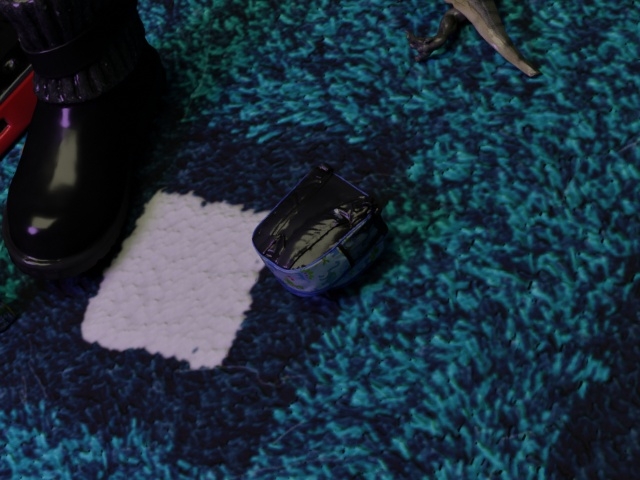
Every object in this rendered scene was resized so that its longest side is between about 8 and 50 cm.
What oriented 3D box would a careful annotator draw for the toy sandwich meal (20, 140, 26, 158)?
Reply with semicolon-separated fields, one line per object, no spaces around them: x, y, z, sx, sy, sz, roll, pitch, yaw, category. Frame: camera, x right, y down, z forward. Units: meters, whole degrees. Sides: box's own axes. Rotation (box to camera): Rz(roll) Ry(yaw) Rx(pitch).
-0.308;-0.103;1.972;0.086;0.029;0.085;-9;63;19;toy sandwich meal

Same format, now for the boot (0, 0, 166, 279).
-0.277;-0.161;1.819;0.131;0.260;0.348;5;57;12;boot

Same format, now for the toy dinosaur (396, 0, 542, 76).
0.138;-0.256;1.813;0.118;0.064;0.268;-21;52;6;toy dinosaur

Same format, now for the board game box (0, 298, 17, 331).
-0.448;0.013;1.847;0.194;0.194;0.060;30;74;42;board game box

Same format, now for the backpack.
0.000;0.000;1.678;0.114;0.084;0.105;-41;46;-11;backpack

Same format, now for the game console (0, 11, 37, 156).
-0.473;-0.210;2.117;0.342;0.060;0.386;31;74;40;game console
